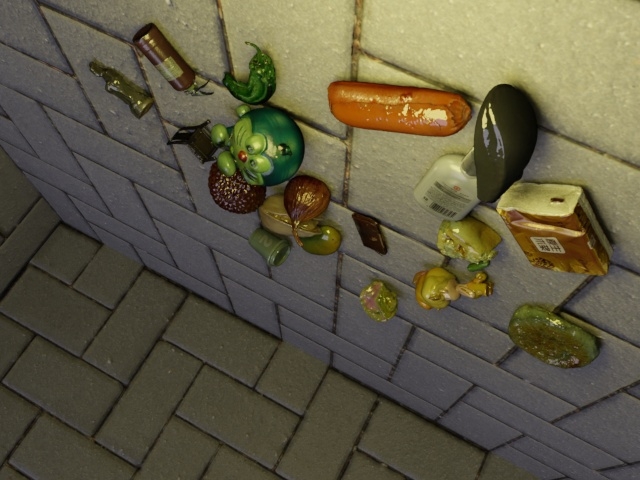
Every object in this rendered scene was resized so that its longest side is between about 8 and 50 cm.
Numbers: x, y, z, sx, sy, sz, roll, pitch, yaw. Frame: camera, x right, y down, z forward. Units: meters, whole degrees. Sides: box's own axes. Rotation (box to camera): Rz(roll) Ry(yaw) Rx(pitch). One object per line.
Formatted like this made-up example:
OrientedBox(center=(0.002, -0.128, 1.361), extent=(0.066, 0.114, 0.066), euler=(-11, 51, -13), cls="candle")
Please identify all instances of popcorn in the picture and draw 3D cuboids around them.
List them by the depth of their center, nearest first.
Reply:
OrientedBox(center=(0.209, 0.218, 2.192), extent=(0.145, 0.126, 0.126), euler=(41, -178, 15), cls="popcorn")

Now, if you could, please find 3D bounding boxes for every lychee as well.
OrientedBox(center=(-0.251, -0.181, 1.883), extent=(0.188, 0.188, 0.188), euler=(26, 158, 12), cls="lychee")

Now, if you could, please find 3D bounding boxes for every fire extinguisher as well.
OrientedBox(center=(-0.370, -0.452, 1.594), extent=(0.099, 0.071, 0.231), euler=(-19, 133, 27), cls="fire extinguisher")

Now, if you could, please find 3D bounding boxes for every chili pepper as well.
OrientedBox(center=(-0.155, -0.387, 1.450), extent=(0.122, 0.065, 0.279), euler=(33, 162, -16), cls="chili pepper")

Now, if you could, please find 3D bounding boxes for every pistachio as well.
OrientedBox(center=(-0.094, -0.074, 1.953), extent=(0.223, 0.126, 0.152), euler=(17, -168, 14), cls="pistachio")

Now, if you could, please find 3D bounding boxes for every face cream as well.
OrientedBox(center=(0.309, -0.134, 1.387), extent=(0.143, 0.071, 0.291), euler=(27, 159, 1), cls="face cream")

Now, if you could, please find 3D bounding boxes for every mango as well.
OrientedBox(center=(0.001, 0.002, 2.051), extent=(0.122, 0.086, 0.191), euler=(46, 155, -26), cls="mango")

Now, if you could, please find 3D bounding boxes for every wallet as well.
OrientedBox(center=(0.154, -0.019, 1.892), extent=(0.095, 0.026, 0.176), euler=(24, 157, 31), cls="wallet")

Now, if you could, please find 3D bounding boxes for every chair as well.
OrientedBox(center=(-0.383, -0.297, 1.911), extent=(0.212, 0.084, 0.101), euler=(-1, 138, 53), cls="chair")

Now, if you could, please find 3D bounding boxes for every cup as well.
OrientedBox(center=(-0.193, 0.019, 2.318), extent=(0.141, 0.120, 0.120), euler=(37, 161, 22), cls="cup")

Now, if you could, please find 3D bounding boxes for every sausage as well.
OrientedBox(center=(0.149, -0.272, 1.273), extent=(0.330, 0.102, 0.102), euler=(15, 153, 35), cls="sausage")

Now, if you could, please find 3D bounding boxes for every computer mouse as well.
OrientedBox(center=(0.354, -0.172, 1.161), extent=(0.086, 0.138, 0.270), euler=(27, 158, 30), cls="computer mouse")

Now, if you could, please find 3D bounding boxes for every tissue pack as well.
OrientedBox(center=(0.509, -0.026, 1.340), extent=(0.183, 0.092, 0.226), euler=(4, 148, 47), cls="tissue pack")

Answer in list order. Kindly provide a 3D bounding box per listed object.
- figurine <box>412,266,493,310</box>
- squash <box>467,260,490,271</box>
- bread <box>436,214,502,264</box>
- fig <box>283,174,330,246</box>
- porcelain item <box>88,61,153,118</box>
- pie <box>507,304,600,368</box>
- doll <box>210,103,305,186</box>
OrientedBox(center=(0.385, 0.143, 1.834), extent=(0.246, 0.131, 0.156), euler=(-6, -179, 34), cls="figurine")
OrientedBox(center=(0.438, 0.071, 1.722), extent=(0.027, 0.027, 0.089), euler=(35, 156, -10), cls="squash")
OrientedBox(center=(0.363, -0.016, 1.545), extent=(0.156, 0.103, 0.110), euler=(6, 140, 35), cls="bread")
OrientedBox(center=(-0.059, -0.085, 1.801), extent=(0.133, 0.201, 0.146), euler=(26, 166, -13), cls="fig")
OrientedBox(center=(-0.613, -0.467, 1.878), extent=(0.215, 0.069, 0.081), euler=(40, 161, -9), cls="porcelain item")
OrientedBox(center=(0.676, 0.279, 1.808), extent=(0.276, 0.079, 0.277), euler=(25, 152, 14), cls="pie")
OrientedBox(center=(-0.157, -0.247, 1.603), extent=(0.322, 0.186, 0.199), euler=(29, 134, 55), cls="doll")
